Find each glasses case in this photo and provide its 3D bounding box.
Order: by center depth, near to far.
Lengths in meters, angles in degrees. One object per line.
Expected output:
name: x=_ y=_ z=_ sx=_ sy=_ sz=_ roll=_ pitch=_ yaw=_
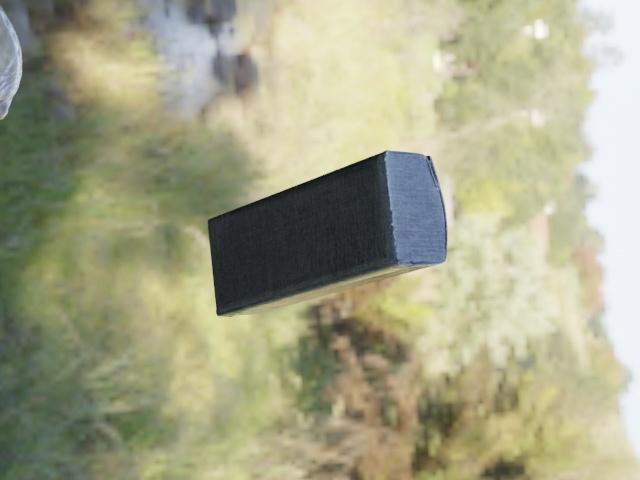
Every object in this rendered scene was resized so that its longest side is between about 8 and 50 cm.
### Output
glasses case: x=0.000 y=0.000 z=1.067 sx=0.205 sy=0.047 sz=0.070 roll=-19 pitch=-105 yaw=54

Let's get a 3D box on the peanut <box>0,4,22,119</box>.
peanut: x=-0.334 y=-0.200 z=1.459 sx=0.236 sy=0.120 sz=0.110 roll=65 pitch=37 yaw=-43
